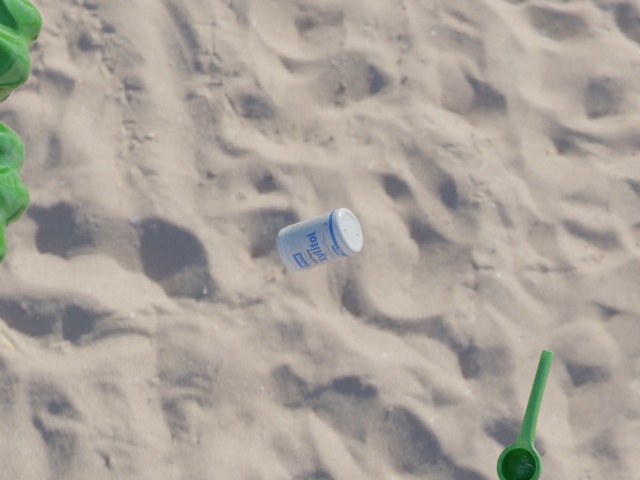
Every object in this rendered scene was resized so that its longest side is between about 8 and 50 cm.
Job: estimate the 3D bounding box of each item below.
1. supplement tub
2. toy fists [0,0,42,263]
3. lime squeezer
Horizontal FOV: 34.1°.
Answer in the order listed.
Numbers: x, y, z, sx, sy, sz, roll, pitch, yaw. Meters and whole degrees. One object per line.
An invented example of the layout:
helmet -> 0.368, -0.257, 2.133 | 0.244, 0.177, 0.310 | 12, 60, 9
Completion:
supplement tub -> 0.000, 0.000, 1.500 | 0.107, 0.071, 0.071 | -19, 48, 28
toy fists -> -0.249, -0.086, 0.631 | 0.142, 0.096, 0.279 | 15, 57, -32
lime squeezer -> 0.259, 0.296, 1.275 | 0.110, 0.310, 0.059 | -12, 16, -33
